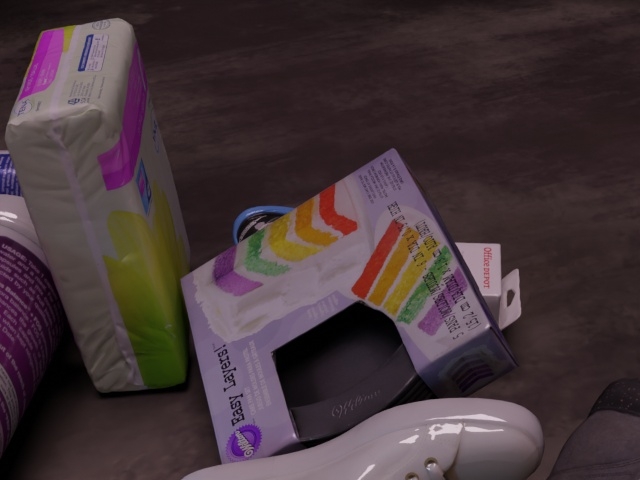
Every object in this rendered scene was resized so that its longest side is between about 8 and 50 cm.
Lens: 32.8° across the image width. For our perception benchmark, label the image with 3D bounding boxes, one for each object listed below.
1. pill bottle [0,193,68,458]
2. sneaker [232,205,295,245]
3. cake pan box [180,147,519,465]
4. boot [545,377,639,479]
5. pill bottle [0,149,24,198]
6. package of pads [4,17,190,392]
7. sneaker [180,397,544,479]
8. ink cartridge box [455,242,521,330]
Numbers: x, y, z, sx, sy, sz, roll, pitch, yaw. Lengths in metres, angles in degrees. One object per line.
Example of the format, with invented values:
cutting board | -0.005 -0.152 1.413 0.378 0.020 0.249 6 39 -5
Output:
pill bottle | -0.321 0.086 0.960 0.169 0.169 0.301 2 32 7
sneaker | 0.000 0.000 1.186 0.188 0.067 0.078 -5 53 -8
cake pan box | 0.012 0.071 0.933 0.246 0.070 0.267 -32 40 10
boot | 0.289 0.231 0.753 0.338 0.118 0.223 11 36 41
pill bottle | -0.324 -0.048 1.229 0.187 0.112 0.112 -1 32 4
package of pads | -0.198 -0.037 1.027 0.101 0.296 0.229 -10 32 0
sneaker | 0.027 0.206 0.781 0.290 0.106 0.123 -20 36 14
ink cartridge box | 0.117 0.061 1.037 0.143 0.090 0.092 2 32 8
